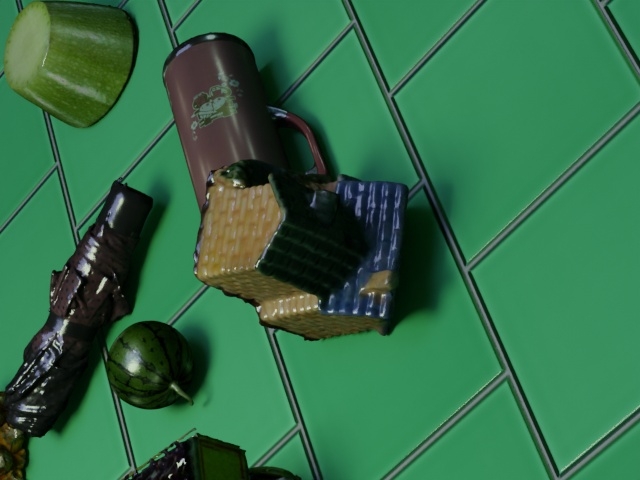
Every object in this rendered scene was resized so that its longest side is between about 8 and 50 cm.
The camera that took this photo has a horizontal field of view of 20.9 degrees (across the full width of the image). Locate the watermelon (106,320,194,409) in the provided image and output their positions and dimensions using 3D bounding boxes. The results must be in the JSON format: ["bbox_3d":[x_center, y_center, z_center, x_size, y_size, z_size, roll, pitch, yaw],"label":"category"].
[{"bbox_3d":[-0.185,0.138,1.907,0.109,0.109,0.109,-24,56,41],"label":"watermelon"}]

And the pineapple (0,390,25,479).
[{"bbox_3d":[-0.414,0.291,2.126,0.135,0.079,0.233,16,91,60],"label":"pineapple"}]

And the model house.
[{"bbox_3d":[0.000,0.000,1.686,0.172,0.183,0.167,-5,70,51],"label":"model house"}]

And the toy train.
[{"bbox_3d":[-0.123,0.299,1.697,0.261,0.177,0.134,-37,48,32],"label":"toy train"}]

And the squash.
[{"bbox_3d":[-0.329,-0.235,2.240,0.170,0.122,0.170,-18,66,46],"label":"squash"}]

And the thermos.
[{"bbox_3d":[-0.074,-0.076,1.885,0.109,0.136,0.330,109,152,-45],"label":"thermos"}]

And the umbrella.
[{"bbox_3d":[-0.287,0.079,2.062,0.094,0.090,0.326,30,97,54],"label":"umbrella"}]
